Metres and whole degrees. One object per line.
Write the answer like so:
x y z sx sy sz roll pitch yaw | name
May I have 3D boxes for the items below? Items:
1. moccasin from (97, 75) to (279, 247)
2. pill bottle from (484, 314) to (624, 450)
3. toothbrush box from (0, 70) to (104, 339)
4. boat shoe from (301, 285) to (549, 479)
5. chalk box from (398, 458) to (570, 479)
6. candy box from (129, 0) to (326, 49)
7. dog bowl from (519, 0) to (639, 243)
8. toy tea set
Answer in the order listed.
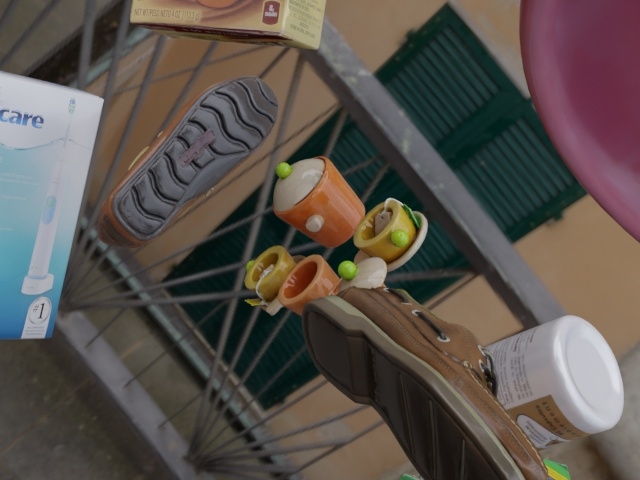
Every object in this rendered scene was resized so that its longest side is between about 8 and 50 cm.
-0.207 -0.126 1.568 0.139 0.147 0.380 44 63 -17 | moccasin
0.217 0.182 1.132 0.131 0.229 0.131 26 51 -36 | pill bottle
-0.388 -0.045 1.093 0.216 0.126 0.295 4 103 -54 | toothbrush box
0.099 0.115 0.825 0.104 0.110 0.307 -17 34 -24 | boat shoe
0.252 0.452 1.598 0.289 0.180 0.179 15 36 -13 | chalk box
-0.075 -0.359 0.981 0.087 0.183 0.316 1 98 -64 | candy box
0.267 -0.087 0.407 0.408 0.408 0.150 40 68 -11 | dog bowl
0.000 0.000 1.138 0.124 0.336 0.200 42 79 -26 | toy tea set
